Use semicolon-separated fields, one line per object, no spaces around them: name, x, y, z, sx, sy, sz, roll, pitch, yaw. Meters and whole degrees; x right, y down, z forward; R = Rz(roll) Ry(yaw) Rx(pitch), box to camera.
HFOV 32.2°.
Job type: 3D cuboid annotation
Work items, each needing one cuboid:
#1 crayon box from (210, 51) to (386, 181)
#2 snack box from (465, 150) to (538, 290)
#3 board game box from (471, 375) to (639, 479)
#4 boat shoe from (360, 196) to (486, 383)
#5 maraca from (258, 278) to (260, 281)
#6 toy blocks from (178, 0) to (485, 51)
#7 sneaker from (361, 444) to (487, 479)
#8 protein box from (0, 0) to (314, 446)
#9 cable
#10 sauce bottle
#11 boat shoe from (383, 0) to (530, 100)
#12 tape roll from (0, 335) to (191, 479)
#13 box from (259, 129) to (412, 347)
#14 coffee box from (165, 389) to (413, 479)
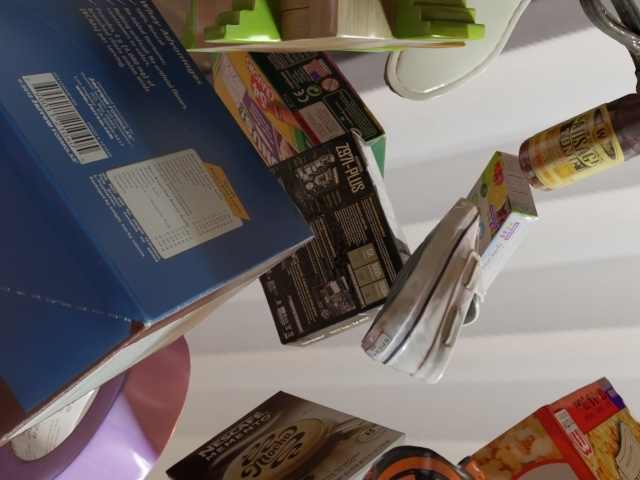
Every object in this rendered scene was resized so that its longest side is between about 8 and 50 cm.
crayon box;-0.041;-0.163;1.637;0.106;0.363;0.313;-25;149;-16
snack box;0.193;-0.018;1.272;0.037;0.100;0.141;12;135;-16
board game box;0.162;0.161;0.524;0.045;0.193;0.147;-39;165;19
boat shoe;0.106;0.048;0.981;0.076;0.226;0.083;38;134;0
maraca;0.000;0.000;1.294;0.185;0.127;0.099;-3;-156;-27
toy blocks;-0.007;-0.291;0.916;0.190;0.261;0.381;-3;-172;-27
sneaker;0.105;0.250;0.662;0.124;0.180;0.321;-13;120;8
protein box;-0.142;-0.027;0.610;0.136;0.200;0.201;-36;177;24
cable;0.417;-0.220;1.351;0.072;0.139;0.287;7;133;55
sauce bottle;0.185;-0.069;0.706;0.042;0.042;0.128;27;146;-30
boat shoe;0.175;-0.275;1.313;0.109;0.305;0.091;45;165;-15
tape roll;-0.280;0.197;1.328;0.275;0.275;0.090;-10;140;47
box;0.007;0.001;1.141;0.147;0.180;0.077;-24;167;12
coffee box;-0.021;0.262;1.124;0.119;0.168;0.297;61;158;-13
